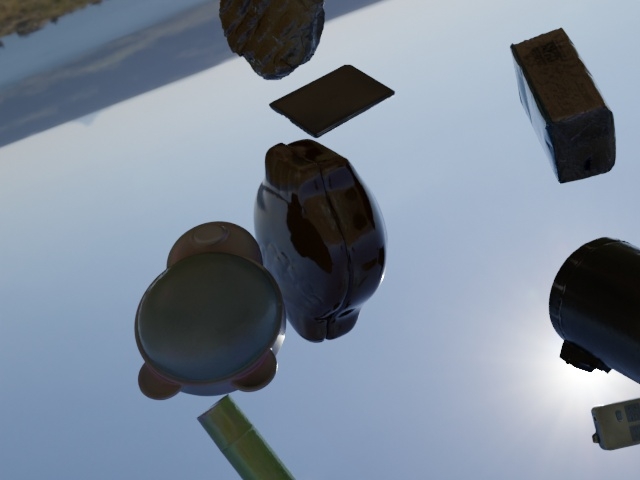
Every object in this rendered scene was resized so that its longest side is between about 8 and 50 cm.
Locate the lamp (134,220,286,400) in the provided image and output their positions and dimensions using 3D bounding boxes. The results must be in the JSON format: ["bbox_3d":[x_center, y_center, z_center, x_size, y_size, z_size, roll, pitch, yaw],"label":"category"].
[{"bbox_3d":[-0.132,0.072,0.953,0.179,0.108,0.246,-4,-129,1],"label":"lamp"}]

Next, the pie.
[{"bbox_3d":[-0.077,-0.327,1.153,0.195,0.195,0.046,-7,-173,43],"label":"pie"}]

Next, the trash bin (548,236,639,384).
[{"bbox_3d":[0.526,0.132,1.226,0.252,0.202,0.301,-63,-153,4],"label":"trash bin"}]

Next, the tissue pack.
[{"bbox_3d":[0.308,-0.172,1.012,0.082,0.120,0.169,-18,-133,10],"label":"tissue pack"}]

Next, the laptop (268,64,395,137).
[{"bbox_3d":[0.020,-0.239,1.345,0.180,0.016,0.129,-33,-128,-24],"label":"laptop"}]

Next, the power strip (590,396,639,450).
[{"bbox_3d":[0.587,0.330,1.463,0.192,0.082,0.035,-8,170,-12],"label":"power strip"}]

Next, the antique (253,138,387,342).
[{"bbox_3d":[0.000,0.000,1.073,0.129,0.278,0.223,-19,-152,-26],"label":"antique"}]

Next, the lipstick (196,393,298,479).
[{"bbox_3d":[-0.088,0.397,1.337,0.076,0.304,0.076,-38,178,-2],"label":"lipstick"}]
